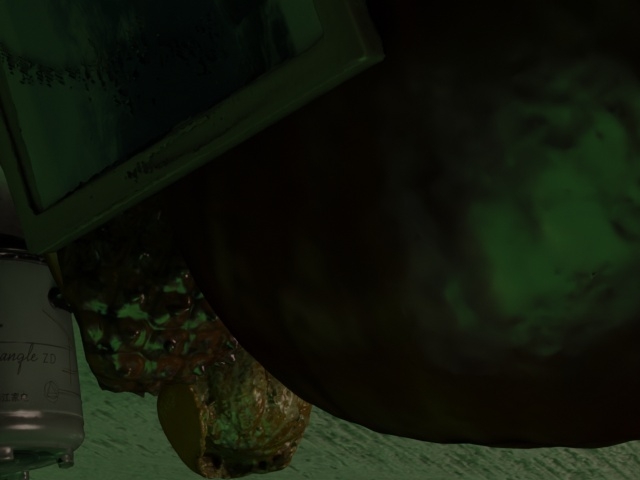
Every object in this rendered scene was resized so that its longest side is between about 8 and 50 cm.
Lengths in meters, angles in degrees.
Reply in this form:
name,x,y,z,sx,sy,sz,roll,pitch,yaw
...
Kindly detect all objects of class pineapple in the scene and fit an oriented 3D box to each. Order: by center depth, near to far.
name,x,y,z,sx,sy,sz,roll,pitch,yaw
pineapple,0.000,0.002,1.015,0.364,0.165,0.165,-14,147,-1

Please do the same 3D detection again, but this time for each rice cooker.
name,x,y,z,sx,sy,sz,roll,pitch,yaw
rice cooker,-0.327,0.098,1.256,0.280,0.227,0.241,-11,165,9

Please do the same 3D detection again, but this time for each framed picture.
name,x,y,z,sx,sy,sz,roll,pitch,yaw
framed picture,-0.114,-0.188,0.681,0.247,0.335,0.022,-25,170,41

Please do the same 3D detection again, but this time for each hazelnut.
name,x,y,z,sx,sy,sz,roll,pitch,yaw
hazelnut,0.097,-0.076,0.764,0.421,0.353,0.421,38,156,20

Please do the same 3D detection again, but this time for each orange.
name,x,y,z,sx,sy,sz,roll,pitch,yaw
orange,-0.083,0.167,1.414,0.157,0.134,0.156,4,164,1

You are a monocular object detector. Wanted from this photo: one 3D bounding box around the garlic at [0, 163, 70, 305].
name,x,y,z,sx,sy,sz,roll,pitch,yaw
garlic,-0.195,-0.056,1.094,0.115,0.128,0.206,40,166,40
